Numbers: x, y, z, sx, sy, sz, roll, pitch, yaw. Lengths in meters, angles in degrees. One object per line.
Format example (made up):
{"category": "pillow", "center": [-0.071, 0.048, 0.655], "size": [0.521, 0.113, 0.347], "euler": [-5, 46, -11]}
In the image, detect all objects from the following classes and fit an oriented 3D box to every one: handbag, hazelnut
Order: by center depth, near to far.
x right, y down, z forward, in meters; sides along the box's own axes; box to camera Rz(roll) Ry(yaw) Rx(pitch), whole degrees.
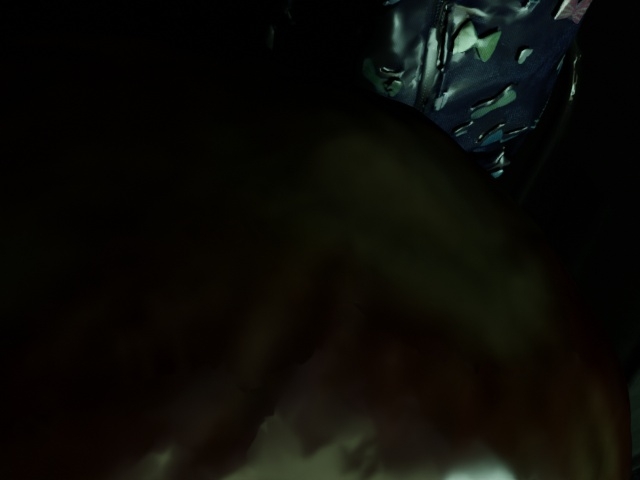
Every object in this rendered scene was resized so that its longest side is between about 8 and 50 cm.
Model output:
{"category": "hazelnut", "center": [-0.071, 0.094, 0.536], "size": [0.421, 0.353, 0.421], "euler": [2, 116, 5]}
{"category": "handbag", "center": [0.052, -0.125, 0.598], "size": [0.162, 0.113, 0.260], "euler": [-21, 146, -30]}

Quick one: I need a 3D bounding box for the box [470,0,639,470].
{"category": "box", "center": [0.250, -0.005, 0.859], "size": [0.251, 0.204, 0.345], "euler": [-17, 145, -28]}
